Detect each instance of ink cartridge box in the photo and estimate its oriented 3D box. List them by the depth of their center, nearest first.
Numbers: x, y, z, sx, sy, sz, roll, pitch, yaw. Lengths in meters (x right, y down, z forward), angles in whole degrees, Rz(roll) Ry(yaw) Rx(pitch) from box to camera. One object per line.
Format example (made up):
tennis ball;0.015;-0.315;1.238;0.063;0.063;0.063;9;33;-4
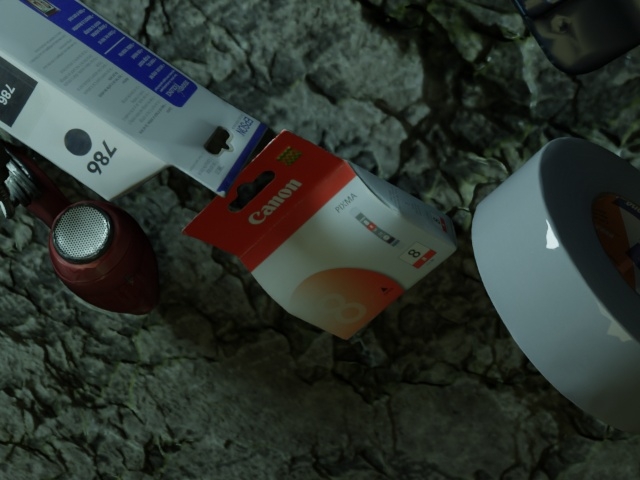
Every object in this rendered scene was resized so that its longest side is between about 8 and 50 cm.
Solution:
ink cartridge box;-0.207;-0.134;1.068;0.333;0.165;0.065;34;115;-4
ink cartridge box;0.000;0.000;1.123;0.179;0.045;0.145;25;129;-32

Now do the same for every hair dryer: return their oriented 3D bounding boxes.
hair dryer;-0.219;-0.036;1.162;0.080;0.223;0.293;-37;121;-3

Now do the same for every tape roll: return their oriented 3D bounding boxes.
tape roll;0.214;0.031;1.008;0.219;0.219;0.072;41;123;-10

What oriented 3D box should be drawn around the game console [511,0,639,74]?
game console;0.195;-0.256;0.860;0.250;0.173;0.293;-30;108;17
